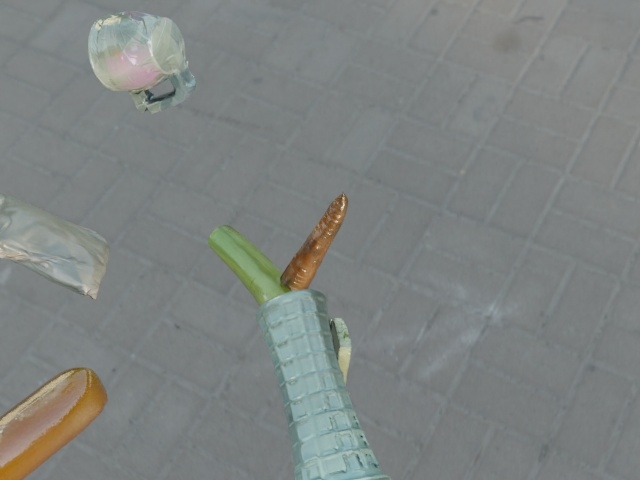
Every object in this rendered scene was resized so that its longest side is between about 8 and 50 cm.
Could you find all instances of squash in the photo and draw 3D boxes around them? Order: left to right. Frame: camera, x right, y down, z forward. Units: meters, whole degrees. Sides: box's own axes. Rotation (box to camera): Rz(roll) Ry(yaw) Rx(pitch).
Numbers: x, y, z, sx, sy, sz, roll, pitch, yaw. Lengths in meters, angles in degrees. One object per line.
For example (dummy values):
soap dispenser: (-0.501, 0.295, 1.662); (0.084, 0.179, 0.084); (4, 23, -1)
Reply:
squash: (-0.123, 0.063, 1.805); (0.083, 0.083, 0.250); (-34, 55, -17)

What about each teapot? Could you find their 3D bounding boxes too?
teapot: (-0.370, -0.370, 1.953); (0.178, 0.221, 0.163); (-1, 15, 30)

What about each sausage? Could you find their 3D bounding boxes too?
sausage: (-0.468, 0.311, 1.514); (0.105, 0.105, 0.274); (35, 58, 26)

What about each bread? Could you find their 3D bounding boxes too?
bread: (0.025, 0.194, 1.444); (0.028, 0.153, 0.068); (-2, 38, -10)

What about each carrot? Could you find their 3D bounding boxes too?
carrot: (0.000, 0.000, 1.678); (0.057, 0.224, 0.057); (22, 32, -15)

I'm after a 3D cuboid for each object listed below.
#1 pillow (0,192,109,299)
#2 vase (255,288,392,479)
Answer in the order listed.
pillow: (-0.549, 0.009, 1.842); (0.270, 0.067, 0.173); (24, 41, -15)
vase: (-0.005, 0.224, 1.346); (0.143, 0.143, 0.298); (-15, 66, -4)
